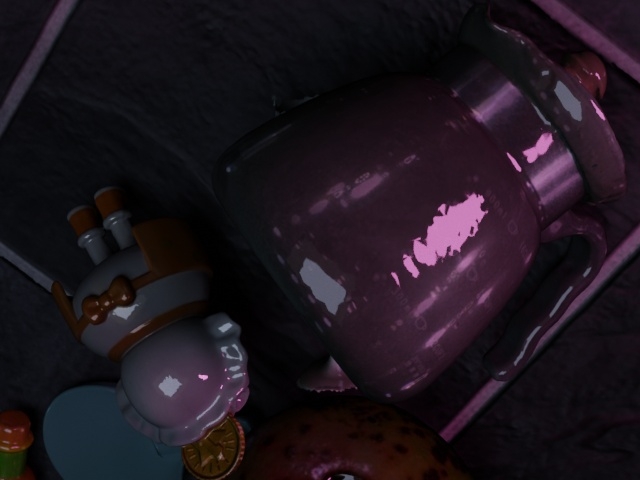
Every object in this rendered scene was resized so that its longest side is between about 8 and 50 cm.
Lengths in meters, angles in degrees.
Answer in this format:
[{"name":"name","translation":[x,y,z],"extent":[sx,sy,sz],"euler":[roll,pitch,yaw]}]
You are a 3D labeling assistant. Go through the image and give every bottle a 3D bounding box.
[{"name":"bottle","translation":[-0.325,0.259,1.190],"extent":[0.069,0.069,0.187],"euler":[17,115,8]}]

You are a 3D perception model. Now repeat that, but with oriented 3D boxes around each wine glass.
[{"name":"wine glass","translation":[0.000,0.000,0.985],"extent":[0.074,0.074,0.262],"euler":[-1,111,16]}]

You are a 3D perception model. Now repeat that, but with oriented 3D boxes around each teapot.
[{"name":"teapot","translation":[0.113,-0.015,0.849],"extent":[0.285,0.223,0.305],"euler":[-38,103,-1]}]

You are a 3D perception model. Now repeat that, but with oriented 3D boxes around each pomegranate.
[{"name":"pomegranate","translation":[0.026,0.282,1.024],"extent":[0.242,0.242,0.306],"euler":[10,132,12]}]

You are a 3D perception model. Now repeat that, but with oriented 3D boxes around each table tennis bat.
[{"name":"table tennis bat","translation":[-0.168,0.199,1.139],"extent":[0.237,0.038,0.149],"euler":[-11,108,25]}]

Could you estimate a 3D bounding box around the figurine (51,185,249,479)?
[{"name":"figurine","translation":[-0.141,0.077,0.990],"extent":[0.143,0.143,0.271],"euler":[-42,54,27]}]
